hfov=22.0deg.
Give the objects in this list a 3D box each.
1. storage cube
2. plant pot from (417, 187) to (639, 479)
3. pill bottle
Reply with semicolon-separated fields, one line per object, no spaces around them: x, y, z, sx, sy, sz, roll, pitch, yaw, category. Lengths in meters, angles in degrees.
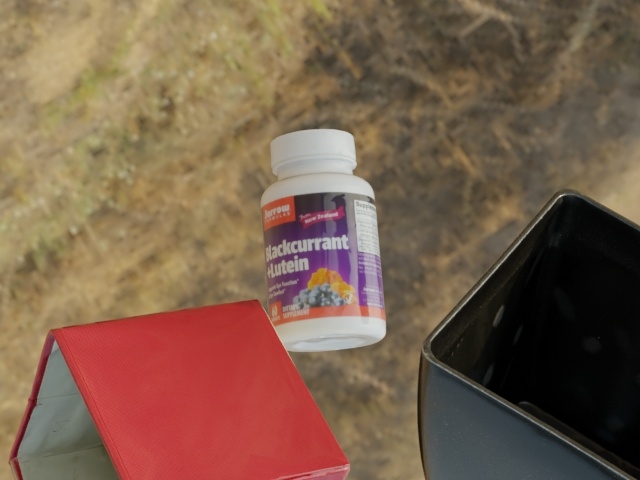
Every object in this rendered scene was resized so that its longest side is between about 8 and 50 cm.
-0.120;0.186;1.347;0.193;0.215;0.184;-8;140;-32;storage cube
0.168;0.115;1.016;0.187;0.188;0.167;-44;157;-40;plant pot
0.000;0.000;1.523;0.108;0.193;0.108;-5;167;-1;pill bottle
